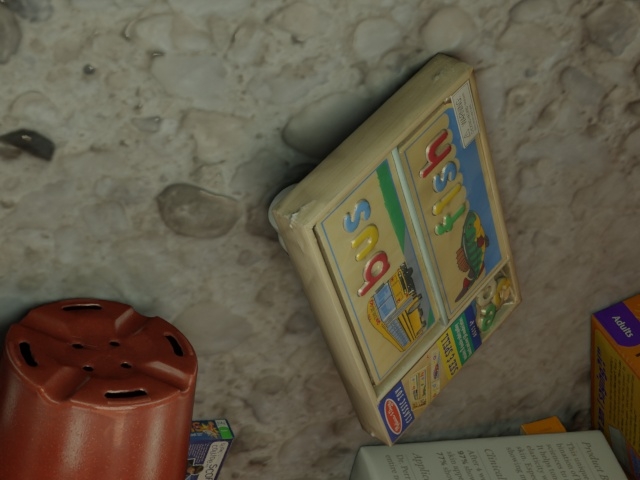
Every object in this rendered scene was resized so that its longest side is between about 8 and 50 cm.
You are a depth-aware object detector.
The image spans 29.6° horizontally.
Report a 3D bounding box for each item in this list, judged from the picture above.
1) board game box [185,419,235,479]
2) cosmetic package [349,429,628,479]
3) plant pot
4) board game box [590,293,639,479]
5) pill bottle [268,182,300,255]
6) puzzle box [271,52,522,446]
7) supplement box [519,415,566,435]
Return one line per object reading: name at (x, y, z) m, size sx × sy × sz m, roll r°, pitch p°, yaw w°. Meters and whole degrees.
board game box at (-0.204, 0.315, 1.559) m, size 0.136 × 0.035 × 0.201 m, roll 3°, pitch 126°, yaw -30°
cosmetic package at (0.250, 0.505, 1.730) m, size 0.394 × 0.329 × 0.327 m, roll 0°, pitch 128°, yaw -16°
plant pot at (-0.255, 0.224, 1.309) m, size 0.273 × 0.272 × 0.265 m, roll -1°, pitch 120°, yaw -28°
board game box at (0.633, 0.269, 1.736) m, size 0.356 × 0.356 × 0.356 m, roll -22°, pitch 135°, yaw -10°
pill bottle at (0.000, 0.000, 1.359) m, size 0.078 × 0.078 × 0.137 m, roll -34°, pitch 136°, yaw 3°
puzzle box at (0.105, 0.024, 1.381) m, size 0.272 × 0.052 × 0.409 m, roll -44°, pitch 140°, yaw -21°
supplement box at (0.333, 0.318, 1.849) m, size 0.062 × 0.036 × 0.098 m, roll -12°, pitch 132°, yaw -18°
